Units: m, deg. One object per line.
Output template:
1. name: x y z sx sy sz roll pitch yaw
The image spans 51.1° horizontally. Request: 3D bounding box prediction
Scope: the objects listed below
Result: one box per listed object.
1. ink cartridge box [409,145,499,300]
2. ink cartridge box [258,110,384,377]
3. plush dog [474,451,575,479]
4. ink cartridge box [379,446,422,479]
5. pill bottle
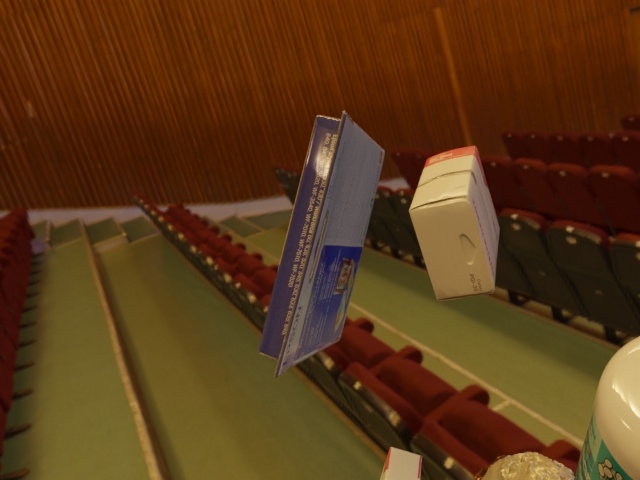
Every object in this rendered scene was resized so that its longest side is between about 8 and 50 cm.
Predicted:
1. ink cartridge box: 0.274 -0.041 1.333 0.117 0.207 0.283 -12 22 22
2. ink cartridge box: 0.000 0.000 0.870 0.072 0.304 0.307 15 3 16
3. plush dog: 0.209 0.337 0.703 0.210 0.225 0.262 17 -9 -23
4. ink cartridge box: 0.130 0.463 1.180 0.063 0.150 0.109 13 28 5
5. pill bottle: 0.277 0.166 0.505 0.146 0.264 0.146 -5 41 5
